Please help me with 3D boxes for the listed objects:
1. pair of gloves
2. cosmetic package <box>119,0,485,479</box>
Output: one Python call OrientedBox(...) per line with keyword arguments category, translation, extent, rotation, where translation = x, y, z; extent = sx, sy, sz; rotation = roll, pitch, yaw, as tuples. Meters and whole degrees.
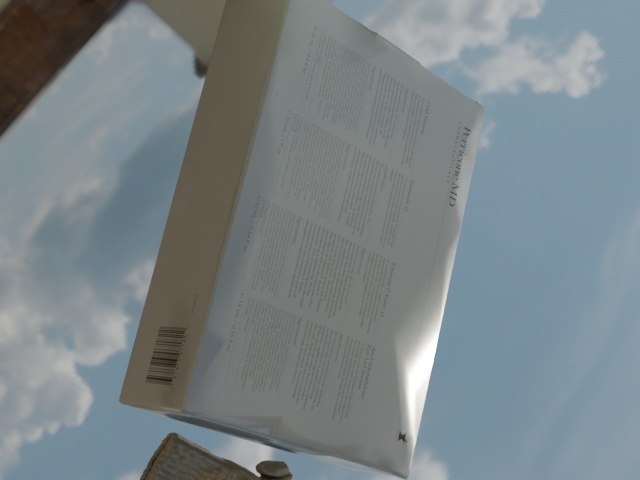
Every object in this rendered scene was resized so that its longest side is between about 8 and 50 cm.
OrientedBox(category="pair of gloves", translation=(-0.045, 0.217, 1.194), extent=(0.240, 0.204, 0.042), rotation=(-50, -154, -8))
OrientedBox(category="cosmetic package", translation=(0.000, 0.000, 1.059), extent=(0.097, 0.284, 0.377), rotation=(-1, -110, 47))
